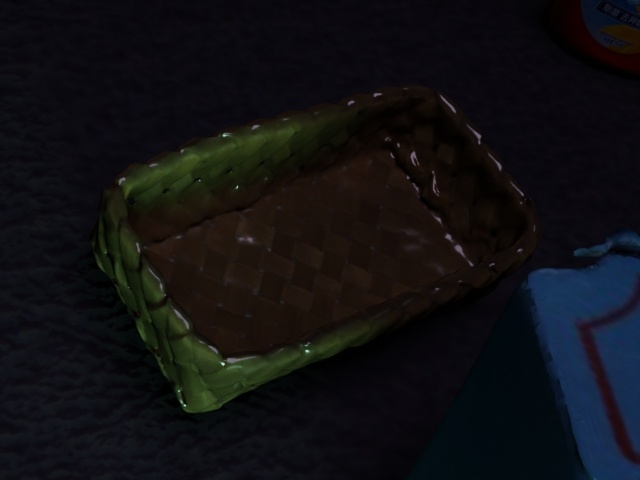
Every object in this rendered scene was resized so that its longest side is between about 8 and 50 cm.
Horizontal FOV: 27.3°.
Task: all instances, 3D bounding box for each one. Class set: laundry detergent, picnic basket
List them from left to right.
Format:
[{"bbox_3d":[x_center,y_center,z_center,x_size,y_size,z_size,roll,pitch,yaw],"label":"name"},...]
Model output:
[{"bbox_3d":[0.000,0.000,0.560,0.193,0.055,0.110,-19,65,-34],"label":"picnic basket"},{"bbox_3d":[0.193,-0.160,0.695,0.097,0.165,0.049,19,49,-11],"label":"laundry detergent"}]

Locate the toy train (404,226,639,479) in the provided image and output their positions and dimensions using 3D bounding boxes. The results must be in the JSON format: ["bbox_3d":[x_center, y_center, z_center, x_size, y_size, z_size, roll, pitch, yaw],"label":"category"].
[{"bbox_3d":[0.176,0.142,0.445,0.300,0.188,0.265,13,37,-16],"label":"toy train"}]
